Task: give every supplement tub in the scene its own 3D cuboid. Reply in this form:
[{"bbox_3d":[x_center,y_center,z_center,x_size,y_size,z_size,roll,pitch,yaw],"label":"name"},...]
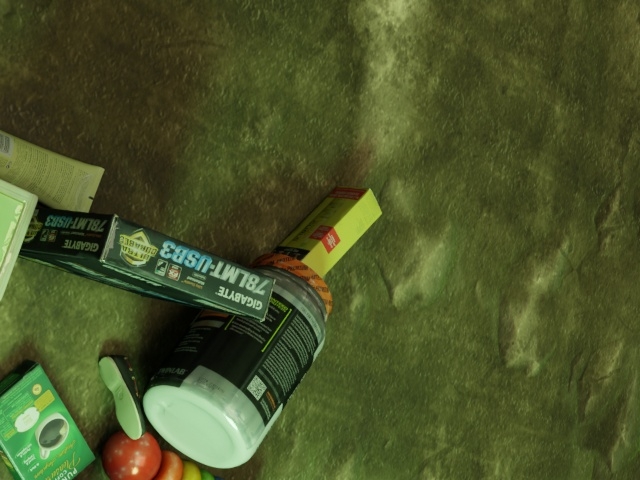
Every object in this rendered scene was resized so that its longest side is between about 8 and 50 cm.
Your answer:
[{"bbox_3d":[-0.117,0.177,1.955,0.316,0.193,0.194,-54,129,-37],"label":"supplement tub"}]

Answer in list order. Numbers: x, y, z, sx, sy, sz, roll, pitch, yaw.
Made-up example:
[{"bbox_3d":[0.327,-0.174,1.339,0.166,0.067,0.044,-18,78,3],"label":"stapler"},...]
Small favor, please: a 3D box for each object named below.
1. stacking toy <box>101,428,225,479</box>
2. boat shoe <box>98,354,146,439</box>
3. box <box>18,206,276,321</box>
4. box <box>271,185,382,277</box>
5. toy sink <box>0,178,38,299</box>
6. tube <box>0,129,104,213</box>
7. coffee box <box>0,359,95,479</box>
[{"bbox_3d":[-0.209,0.395,1.968,0.330,0.141,0.141,46,64,-31],"label":"stacking toy"},{"bbox_3d":[-0.287,0.231,1.885,0.042,0.049,0.133,-6,66,-49],"label":"boat shoe"},{"bbox_3d":[-0.264,0.028,1.741,0.295,0.293,0.073,23,80,-44],"label":"box"},{"bbox_3d":[0.000,0.000,2.139,0.232,0.087,0.058,-45,124,-30],"label":"box"},{"bbox_3d":[-0.505,-0.032,1.611,0.234,0.131,0.153,28,75,-42],"label":"toy sink"},{"bbox_3d":[-0.403,-0.097,1.760,0.070,0.062,0.240,-40,142,20],"label":"tube"},{"bbox_3d":[-0.410,0.277,1.807,0.113,0.040,0.184,-43,122,-31],"label":"coffee box"}]
